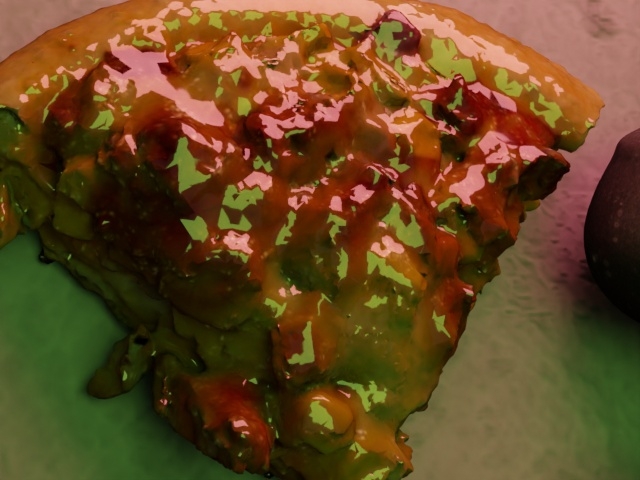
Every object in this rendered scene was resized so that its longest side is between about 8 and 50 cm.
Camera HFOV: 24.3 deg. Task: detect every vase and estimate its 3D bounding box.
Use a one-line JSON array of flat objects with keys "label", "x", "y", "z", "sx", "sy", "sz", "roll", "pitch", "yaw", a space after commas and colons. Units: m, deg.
[{"label": "vase", "x": 0.186, "y": 0.034, "z": 0.656, "sx": 0.120, "sy": 0.120, "sz": 0.183, "roll": -21, "pitch": 102, "yaw": -27}]

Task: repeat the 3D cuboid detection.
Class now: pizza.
[{"label": "pizza", "x": 0.000, "y": 0.000, "z": 0.591, "sx": 0.289, "sy": 0.081, "sz": 0.229, "roll": 0, "pitch": 78, "yaw": -26}]
